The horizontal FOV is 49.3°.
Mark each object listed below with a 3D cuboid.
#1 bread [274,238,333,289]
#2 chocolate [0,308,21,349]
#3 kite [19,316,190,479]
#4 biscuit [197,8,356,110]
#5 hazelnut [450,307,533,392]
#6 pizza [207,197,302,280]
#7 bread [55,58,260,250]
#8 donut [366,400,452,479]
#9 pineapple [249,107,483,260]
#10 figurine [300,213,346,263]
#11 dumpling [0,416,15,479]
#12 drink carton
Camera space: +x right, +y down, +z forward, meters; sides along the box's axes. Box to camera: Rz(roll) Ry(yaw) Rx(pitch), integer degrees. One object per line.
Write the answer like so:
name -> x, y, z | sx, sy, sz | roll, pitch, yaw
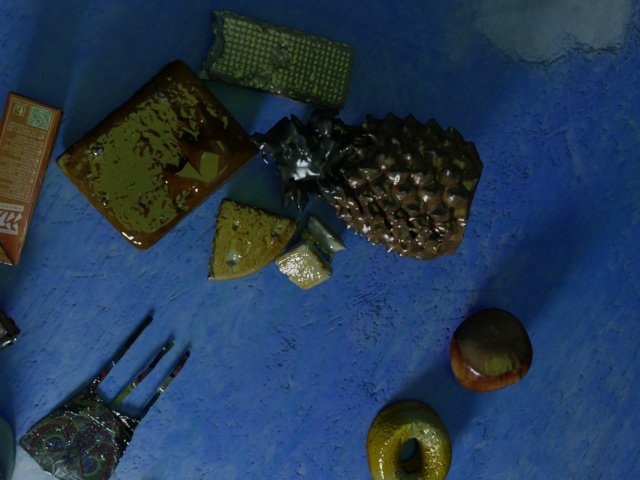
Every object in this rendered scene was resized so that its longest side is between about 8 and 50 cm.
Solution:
bread -> -0.024, 0.040, 1.132 | 0.070, 0.035, 0.083 | -33, 112, 25
chocolate -> -0.540, 0.027, 0.948 | 0.102, 0.065, 0.329 | -28, 110, 21
kite -> -0.323, 0.255, 1.086 | 0.152, 0.015, 0.285 | 41, 84, -20
biscuit -> -0.064, -0.272, 1.067 | 0.238, 0.062, 0.108 | 10, 95, -20
hazelnut -> 0.300, 0.200, 1.240 | 0.150, 0.150, 0.151 | -3, 100, -18
pizza -> -0.122, -0.009, 1.098 | 0.178, 0.041, 0.131 | -45, 107, -5
bread -> -0.232, -0.122, 1.007 | 0.234, 0.110, 0.184 | -43, 108, -7
donut -> 0.163, 0.378, 1.246 | 0.162, 0.065, 0.179 | -21, 106, -14
pineapple -> 0.055, -0.104, 1.069 | 0.357, 0.223, 0.223 | 13, 94, -14
figurine -> 0.000, 0.000, 1.144 | 0.083, 0.047, 0.050 | 43, 94, -15
dumpling -> -0.493, 0.336, 0.982 | 0.149, 0.105, 0.217 | -33, 142, -13
drink carton -> -0.418, -0.085, 0.956 | 0.070, 0.096, 0.223 | 16, 93, -21
